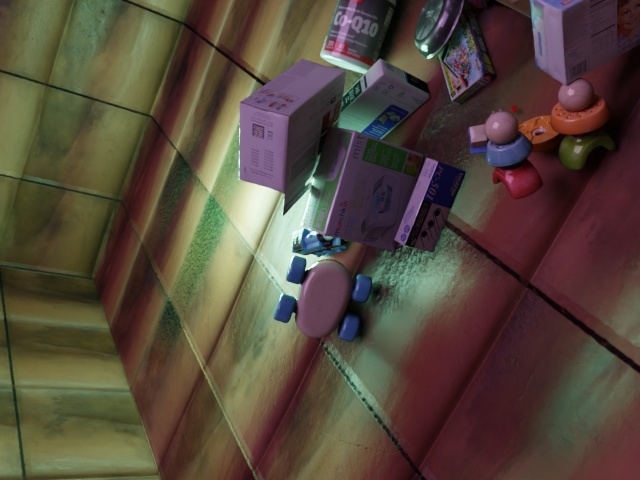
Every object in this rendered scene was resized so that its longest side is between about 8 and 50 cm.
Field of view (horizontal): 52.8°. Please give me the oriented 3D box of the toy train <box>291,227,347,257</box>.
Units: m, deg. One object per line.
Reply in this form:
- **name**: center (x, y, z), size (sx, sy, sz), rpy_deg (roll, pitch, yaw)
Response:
- **toy train**: center (0.000, 0.000, 1.835), size (0.184, 0.105, 0.080), rpy_deg (-16, 67, 52)

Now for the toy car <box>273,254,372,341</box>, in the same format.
- **toy car**: center (-0.001, 0.140, 1.759), size (0.238, 0.219, 0.210), rpy_deg (-120, 47, -81)

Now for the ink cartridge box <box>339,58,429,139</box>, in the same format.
- **ink cartridge box**: center (0.117, -0.331, 1.723), size (0.333, 0.166, 0.065), rpy_deg (-38, 47, 40)

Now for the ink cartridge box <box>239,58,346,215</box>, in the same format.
- **ink cartridge box**: center (-0.069, -0.255, 1.577), size (0.130, 0.309, 0.271), rpy_deg (20, 129, 17)

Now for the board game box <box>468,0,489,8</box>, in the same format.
- **board game box**: center (0.341, -0.668, 1.389), size (0.056, 0.347, 0.208), rpy_deg (9, 89, 21)

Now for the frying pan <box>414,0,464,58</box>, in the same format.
- **frying pan**: center (0.316, -0.595, 1.557), size (0.197, 0.053, 0.326), rpy_deg (-96, 28, -50)

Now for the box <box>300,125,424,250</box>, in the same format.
- **box**: center (0.103, -0.129, 1.624), size (0.127, 0.231, 0.261), rpy_deg (24, 99, 55)

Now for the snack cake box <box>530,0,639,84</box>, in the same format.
- **snack cake box**: center (0.501, -0.405, 1.108), size (0.265, 0.152, 0.089), rpy_deg (-29, 44, -3)

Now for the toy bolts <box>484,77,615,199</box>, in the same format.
- **toy bolts**: center (0.399, -0.214, 1.218), size (0.229, 0.158, 0.218), rpy_deg (-31, 33, -6)

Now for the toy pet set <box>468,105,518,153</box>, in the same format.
- **toy pet set**: center (0.388, -0.221, 1.424), size (0.114, 0.065, 0.122), rpy_deg (-8, 73, 17)

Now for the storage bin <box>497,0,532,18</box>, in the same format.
- **storage bin**: center (0.450, -0.580, 1.259), size (0.123, 0.261, 0.262), rpy_deg (-15, 68, 56)

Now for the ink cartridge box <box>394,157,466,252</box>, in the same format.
- **ink cartridge box**: center (0.256, -0.081, 1.509), size (0.046, 0.097, 0.207), rpy_deg (34, 108, 53)

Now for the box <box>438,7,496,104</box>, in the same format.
- **box**: center (0.344, -0.443, 1.553), size (0.114, 0.036, 0.206), rpy_deg (-37, 51, 42)

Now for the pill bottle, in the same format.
- **pill bottle**: center (0.117, -0.630, 1.820), size (0.161, 0.161, 0.283), rpy_deg (31, 106, 54)
